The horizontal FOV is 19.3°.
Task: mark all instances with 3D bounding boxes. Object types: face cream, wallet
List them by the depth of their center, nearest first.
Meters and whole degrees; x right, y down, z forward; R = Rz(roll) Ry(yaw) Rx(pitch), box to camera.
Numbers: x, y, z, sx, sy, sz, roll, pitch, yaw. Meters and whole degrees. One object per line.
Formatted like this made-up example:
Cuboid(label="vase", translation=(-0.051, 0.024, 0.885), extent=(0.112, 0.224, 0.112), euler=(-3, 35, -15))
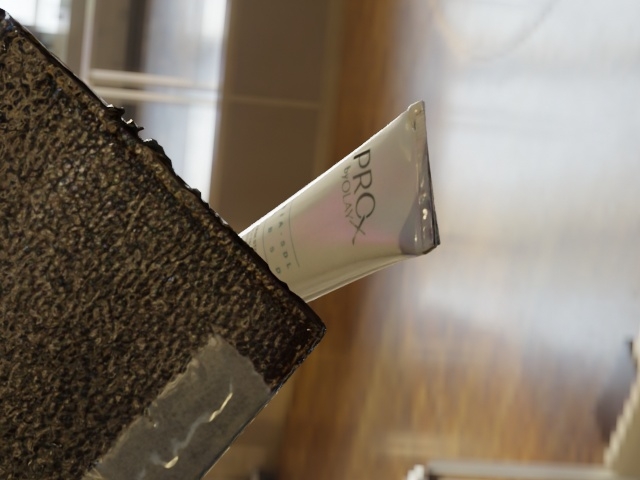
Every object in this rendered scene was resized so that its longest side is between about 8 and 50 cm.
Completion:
Cuboid(label="wallet", translation=(-0.157, 0.039, 1.019), extent=(0.221, 0.262, 0.071), euler=(-49, 11, -17))
Cuboid(label="face cream", translation=(0.000, 0.000, 1.175), extent=(0.244, 0.058, 0.092), euler=(-32, 58, 52))
